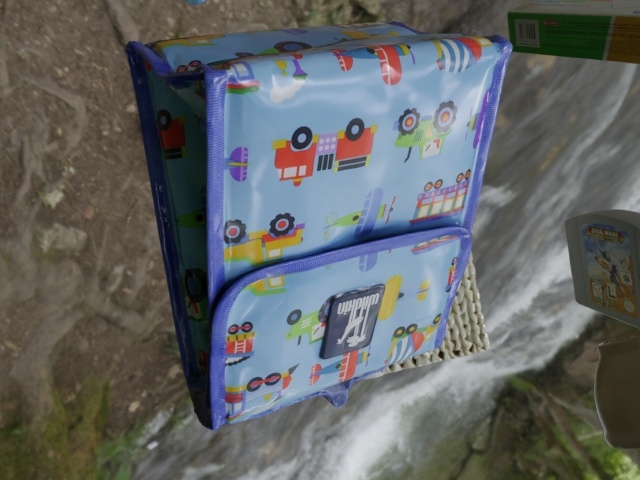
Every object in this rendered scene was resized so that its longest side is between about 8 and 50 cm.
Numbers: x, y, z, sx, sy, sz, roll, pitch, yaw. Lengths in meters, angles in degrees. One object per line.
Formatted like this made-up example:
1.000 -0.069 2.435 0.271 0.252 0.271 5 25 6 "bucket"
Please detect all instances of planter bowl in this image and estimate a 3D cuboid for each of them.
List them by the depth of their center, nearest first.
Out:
0.378 0.152 0.702 0.162 0.109 0.162 -19 167 -5 "planter bowl"

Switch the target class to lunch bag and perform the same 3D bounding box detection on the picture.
0.000 0.000 0.471 0.221 0.138 0.293 -16 119 -29 "lunch bag"

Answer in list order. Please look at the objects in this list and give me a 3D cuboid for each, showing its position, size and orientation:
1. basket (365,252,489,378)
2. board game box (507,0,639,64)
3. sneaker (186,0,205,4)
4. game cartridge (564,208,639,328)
0.159 0.039 1.244 0.266 0.331 0.328 -12 129 11 "basket"
0.482 -0.358 0.943 0.316 0.242 0.064 -30 123 -22 "board game box"
-0.171 -0.285 0.644 0.162 0.063 0.073 25 57 -61 "sneaker"
0.539 0.045 1.129 0.062 0.297 0.198 -16 99 -6 "game cartridge"
